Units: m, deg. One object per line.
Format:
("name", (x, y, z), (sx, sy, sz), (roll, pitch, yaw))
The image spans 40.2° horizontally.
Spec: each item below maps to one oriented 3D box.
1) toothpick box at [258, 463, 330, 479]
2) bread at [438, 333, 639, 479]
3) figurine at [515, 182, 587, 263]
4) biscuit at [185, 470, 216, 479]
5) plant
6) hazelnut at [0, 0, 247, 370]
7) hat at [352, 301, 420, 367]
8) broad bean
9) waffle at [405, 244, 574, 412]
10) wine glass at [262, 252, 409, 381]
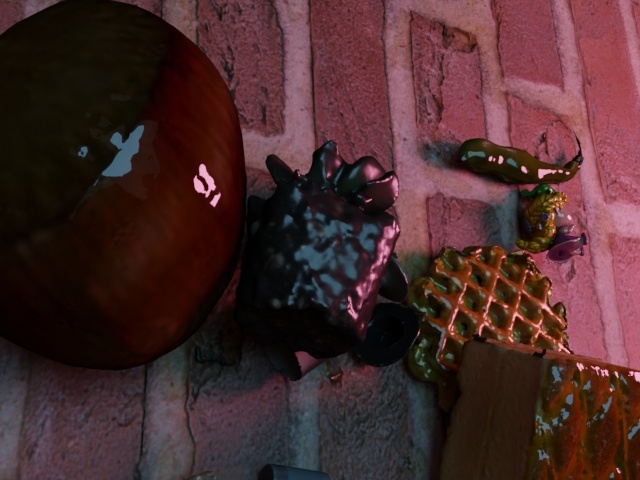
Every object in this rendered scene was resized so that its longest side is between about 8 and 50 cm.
("toothpick box", (-0.034, 0.321, 1.134), (0.083, 0.052, 0.052), (15, 62, -23))
("bread", (0.335, 0.290, 1.209), (0.279, 0.207, 0.279), (16, 84, -26))
("figurine", (0.379, -0.036, 1.503), (0.115, 0.095, 0.156), (-3, 55, -7))
("biscuit", (-0.160, 0.422, 1.004), (0.179, 0.084, 0.281), (-9, 71, -27))
("plant", (0.000, 0.000, 1.115), (0.199, 0.188, 0.276), (20, 58, -10))
("hazelnut", (-0.248, -0.056, 1.018), (0.421, 0.352, 0.421), (36, 41, -40))
("hat", (0.099, 0.142, 1.281), (0.121, 0.121, 0.050), (-61, 141, -33))
("broad bean", (0.360, -0.142, 1.558), (0.318, 0.056, 0.098), (-6, 65, -36))
("waffle", (0.268, 0.143, 1.370), (0.325, 0.068, 0.302), (-10, 74, -33))
("wine glass", (0.023, 0.101, 1.230), (0.222, 0.103, 0.103), (-37, 89, -31))
